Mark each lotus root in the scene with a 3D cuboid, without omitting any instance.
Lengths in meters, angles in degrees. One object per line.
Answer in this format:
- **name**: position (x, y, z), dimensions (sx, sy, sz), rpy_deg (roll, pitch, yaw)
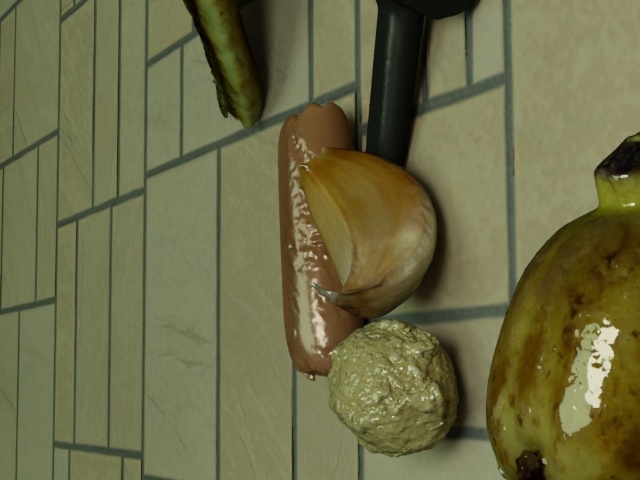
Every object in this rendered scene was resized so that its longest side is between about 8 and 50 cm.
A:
- **lotus root**: position (0.202, 0.082, 0.927), dimensions (0.169, 0.141, 0.314), rpy_deg (17, 93, 60)

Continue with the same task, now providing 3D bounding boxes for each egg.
- **egg**: position (0.066, 0.133, 1.219), dimensions (0.140, 0.116, 0.118), rpy_deg (37, 142, 43)

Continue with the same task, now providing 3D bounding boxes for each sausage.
- **sausage**: position (0.000, 0.001, 1.400), dimensions (0.086, 0.086, 0.289), rpy_deg (-24, 67, 61)

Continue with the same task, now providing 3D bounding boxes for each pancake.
- **pancake**: position (-0.158, -0.337, 1.615), dimensions (0.427, 0.066, 0.305), rpy_deg (65, 173, -1)

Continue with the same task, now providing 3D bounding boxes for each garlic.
- **garlic**: position (0.055, -0.001, 1.259), dimensions (0.128, 0.115, 0.207), rpy_deg (58, -169, -37)

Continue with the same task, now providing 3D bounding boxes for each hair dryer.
- **hair dryer**: position (0.067, -0.190, 1.299), dimensions (0.197, 0.089, 0.251), rpy_deg (-141, 52, -58)
